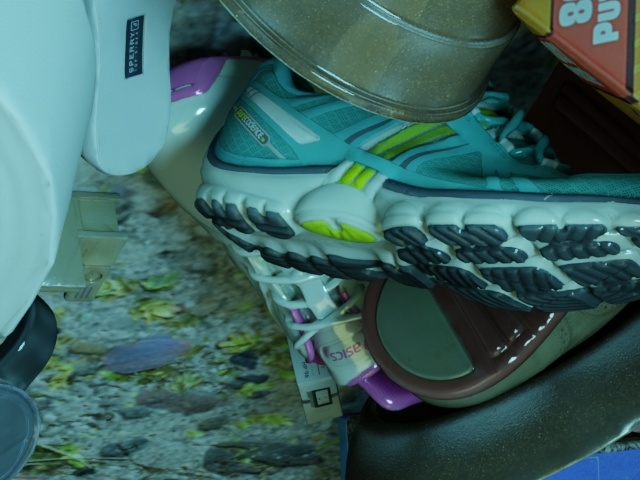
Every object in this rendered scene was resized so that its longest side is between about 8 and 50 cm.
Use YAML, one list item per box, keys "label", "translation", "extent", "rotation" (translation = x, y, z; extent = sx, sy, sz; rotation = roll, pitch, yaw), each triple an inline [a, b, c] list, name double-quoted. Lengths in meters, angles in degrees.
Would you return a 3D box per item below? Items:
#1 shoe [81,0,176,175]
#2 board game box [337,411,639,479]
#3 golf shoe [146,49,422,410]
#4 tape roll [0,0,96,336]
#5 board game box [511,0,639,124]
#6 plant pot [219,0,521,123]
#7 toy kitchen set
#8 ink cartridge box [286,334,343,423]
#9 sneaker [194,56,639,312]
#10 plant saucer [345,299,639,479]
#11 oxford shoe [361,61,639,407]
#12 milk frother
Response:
- label: "shoe"
  translation: [-0.110, -0.124, 0.846]
  extent: [0.063, 0.081, 0.178]
  rotation: [-19, 128, -40]
- label: "board game box"
  translation: [0.126, 0.246, 1.273]
  extent: [0.141, 0.232, 0.291]
  rotation: [-4, -178, -16]
- label: "golf shoe"
  translation: [0.000, 0.000, 1.024]
  extent: [0.115, 0.140, 0.306]
  rotation: [-25, 146, 22]
- label: "tape roll"
  translation: [-0.243, -0.061, 0.773]
  extent: [0.286, 0.100, 0.286]
  rotation: [4, 139, 3]
- label: "board game box"
  translation: [0.379, -0.078, 0.717]
  extent: [0.356, 0.356, 0.356]
  rotation: [-51, 140, 9]
- label: "plant pot"
  translation: [0.052, -0.165, 0.761]
  extent: [0.167, 0.167, 0.165]
  rotation: [12, 134, -36]
- label: "toy kitchen set"
  translation: [-0.164, 0.017, 1.052]
  extent: [0.083, 0.068, 0.075]
  rotation: [3, 146, -26]
- label: "ink cartridge box"
  translation: [-0.005, 0.089, 1.257]
  extent: [0.028, 0.048, 0.083]
  rotation: [-13, 149, -2]
- label: "sneaker"
  translation: [0.061, -0.036, 0.840]
  extent: [0.275, 0.110, 0.107]
  rotation: [11, 164, 31]
- label: "plant saucer"
  translation: [0.142, 0.076, 1.150]
  extent: [0.311, 0.050, 0.310]
  rotation: [-29, -170, 5]
- label: "oxford shoe"
  translation: [0.170, -0.037, 1.008]
  extent: [0.348, 0.123, 0.130]
  rotation: [-38, 160, 0]
- label: "milk frother"
  translation: [-0.242, 0.059, 1.024]
  extent: [0.143, 0.135, 0.129]
  rotation: [18, 107, -46]
